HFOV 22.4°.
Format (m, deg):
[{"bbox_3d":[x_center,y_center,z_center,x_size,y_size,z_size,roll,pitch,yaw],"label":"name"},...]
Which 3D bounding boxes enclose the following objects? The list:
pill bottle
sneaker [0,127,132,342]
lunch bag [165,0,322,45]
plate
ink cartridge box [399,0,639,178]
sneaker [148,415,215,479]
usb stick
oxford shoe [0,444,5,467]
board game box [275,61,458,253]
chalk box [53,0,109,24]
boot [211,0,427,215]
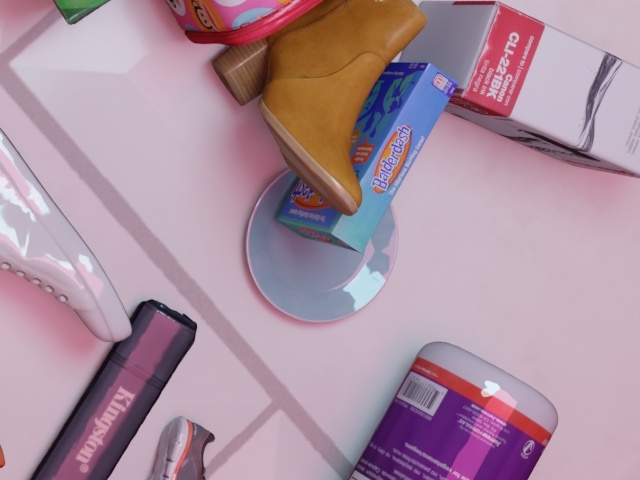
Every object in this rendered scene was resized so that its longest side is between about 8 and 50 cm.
[{"bbox_3d":[0.124,0.289,1.846,0.181,0.181,0.323,32,84,-23],"label":"pill bottle"},{"bbox_3d":[-0.316,0.007,1.678,0.123,0.106,0.290,-38,98,-11],"label":"sneaker"},{"bbox_3d":[-0.015,-0.315,1.670,0.293,0.258,0.120,-35,108,-14],"label":"lunch bag"},{"bbox_3d":[0.000,0.000,1.844,0.188,0.024,0.188,-3,97,-23],"label":"plate"},{"bbox_3d":[0.248,-0.170,1.831,0.273,0.197,0.114,20,90,-23],"label":"ink cartridge box"},{"bbox_3d":[-0.157,0.278,1.796,0.065,0.061,0.158,21,89,-30],"label":"sneaker"},{"bbox_3d":[-0.231,0.192,1.760,0.077,0.045,0.278,34,84,-23],"label":"usb stick"},{"bbox_3d":[-0.466,0.212,1.654,0.271,0.097,0.098,-8,80,-26],"label":"oxford shoe"},{"bbox_3d":[0.047,-0.094,1.752,0.047,0.160,0.210,32,82,-24],"label":"board game box"},{"bbox_3d":[-0.177,-0.373,1.604,0.289,0.180,0.179,-32,109,0],"label":"chalk box"},{"bbox_3d":[0.030,-0.173,1.701,0.211,0.295,0.104,-34,139,-5],"label":"boot"}]
